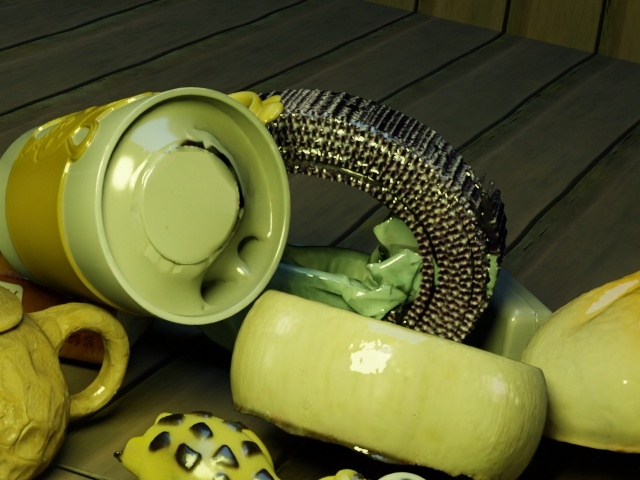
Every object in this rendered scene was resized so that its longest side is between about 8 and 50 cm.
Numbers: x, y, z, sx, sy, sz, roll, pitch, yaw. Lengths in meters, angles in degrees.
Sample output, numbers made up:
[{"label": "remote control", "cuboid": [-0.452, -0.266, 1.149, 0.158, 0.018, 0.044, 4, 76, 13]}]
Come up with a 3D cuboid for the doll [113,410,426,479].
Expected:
[{"label": "doll", "cuboid": [-0.018, 0.196, 1.426, 0.291, 0.086, 0.117, 19, 42, 25]}]

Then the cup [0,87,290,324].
[{"label": "cup", "cuboid": [-0.138, -0.045, 1.587, 0.226, 0.185, 0.241, 0, 37, 51]}]

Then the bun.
[{"label": "bun", "cuboid": [0.317, 0.098, 1.642, 0.299, 0.165, 0.299, 7, -1, 0]}]

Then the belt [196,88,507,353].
[{"label": "belt", "cuboid": [0.000, 0.000, 1.733, 0.325, 0.260, 0.122, 16, 22, 4]}]

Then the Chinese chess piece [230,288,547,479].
[{"label": "Chinese chess piece", "cuboid": [0.054, 0.119, 1.545, 0.257, 0.104, 0.257, 17, -2, 1]}]

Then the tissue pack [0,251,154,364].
[{"label": "tissue pack", "cuboid": [-0.265, 0.036, 1.771, 0.226, 0.092, 0.183, 13, 19, 7]}]

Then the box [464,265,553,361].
[{"label": "box", "cuboid": [0.149, 0.070, 1.848, 0.055, 0.103, 0.244, 2, 19, -20]}]

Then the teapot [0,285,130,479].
[{"label": "teapot", "cuboid": [-0.281, 0.090, 1.484, 0.311, 0.167, 0.203, -3, 21, -35]}]
